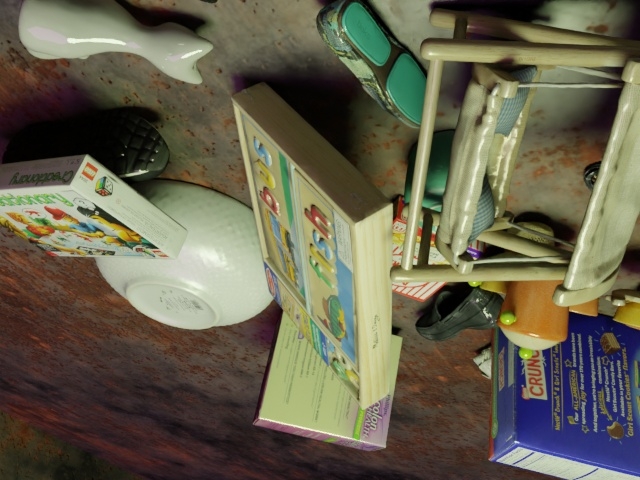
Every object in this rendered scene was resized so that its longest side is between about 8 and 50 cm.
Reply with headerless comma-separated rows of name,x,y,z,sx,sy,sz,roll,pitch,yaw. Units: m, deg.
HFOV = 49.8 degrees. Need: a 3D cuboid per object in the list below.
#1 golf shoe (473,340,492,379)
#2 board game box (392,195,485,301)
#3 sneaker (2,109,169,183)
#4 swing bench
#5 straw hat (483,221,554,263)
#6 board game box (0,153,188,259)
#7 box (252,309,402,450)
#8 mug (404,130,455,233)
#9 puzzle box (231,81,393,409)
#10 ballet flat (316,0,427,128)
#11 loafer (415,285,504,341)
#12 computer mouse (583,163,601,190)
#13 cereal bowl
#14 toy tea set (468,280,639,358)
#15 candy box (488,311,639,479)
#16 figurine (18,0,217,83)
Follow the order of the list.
golf shoe,0.333,0.233,1.326,0.086,0.069,0.176,4,146,25
board game box,0.143,0.019,1.075,0.147,0.045,0.193,20,147,-11
sneaker,-0.315,-0.110,1.003,0.283,0.107,0.124,5,154,29
swing bench,0.217,-0.082,0.699,0.255,0.165,0.253,9,121,8
straw hat,0.297,0.004,0.976,0.145,0.061,0.144,0,-175,0
board game box,-0.362,-0.041,0.984,0.305,0.053,0.193,0,151,37
box,0.014,0.271,1.331,0.243,0.213,0.117,14,158,-6
mug,0.185,-0.057,0.893,0.158,0.097,0.129,25,146,-17
puzzle box,-0.006,0.022,0.924,0.052,0.272,0.408,-28,142,-19
ballet flat,0.062,-0.196,0.769,0.070,0.070,0.188,-13,138,35
loafer,0.226,0.119,1.178,0.078,0.076,0.223,43,152,-8
computer mouse,0.447,-0.042,0.890,0.242,0.041,0.071,28,147,-11
cereal bowl,-0.233,0.053,1.176,0.339,0.141,0.339,10,147,6
toy tea set,0.387,0.120,1.009,0.336,0.124,0.200,12,-177,-1
candy box,0.446,0.257,1.130,0.317,0.268,0.122,15,144,-3
figurine,-0.210,-0.261,0.736,0.210,0.092,0.215,14,149,-9
